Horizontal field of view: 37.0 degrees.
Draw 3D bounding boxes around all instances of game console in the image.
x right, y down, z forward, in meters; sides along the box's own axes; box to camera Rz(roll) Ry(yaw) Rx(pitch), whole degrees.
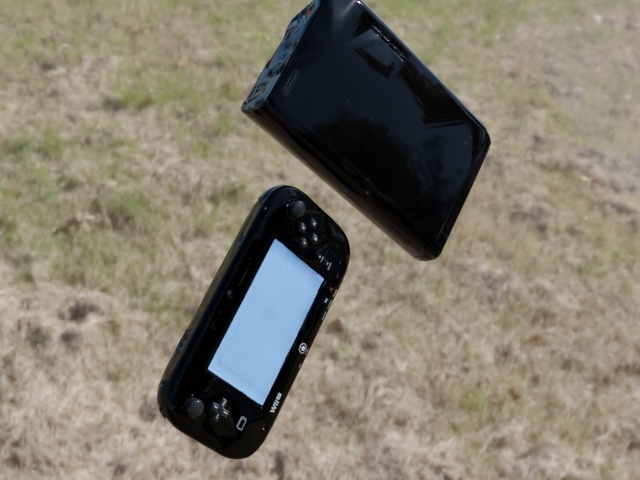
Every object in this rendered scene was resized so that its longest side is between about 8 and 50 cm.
[{"bbox_3d":[0.000,0.000,0.749,0.213,0.361,0.044,38,-21,-30],"label":"game console"}]
